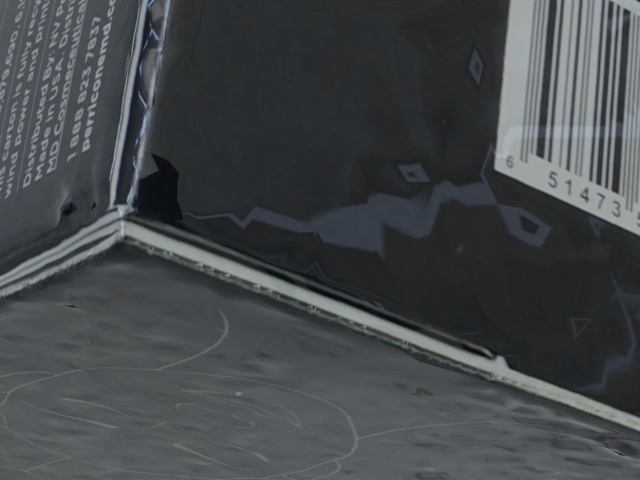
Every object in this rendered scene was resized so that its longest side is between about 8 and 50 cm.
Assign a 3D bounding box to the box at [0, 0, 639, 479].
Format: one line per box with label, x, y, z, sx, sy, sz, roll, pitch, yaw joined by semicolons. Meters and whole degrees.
box;0.000;0.000;0.941;0.480;0.471;0.297;22;63;-30
